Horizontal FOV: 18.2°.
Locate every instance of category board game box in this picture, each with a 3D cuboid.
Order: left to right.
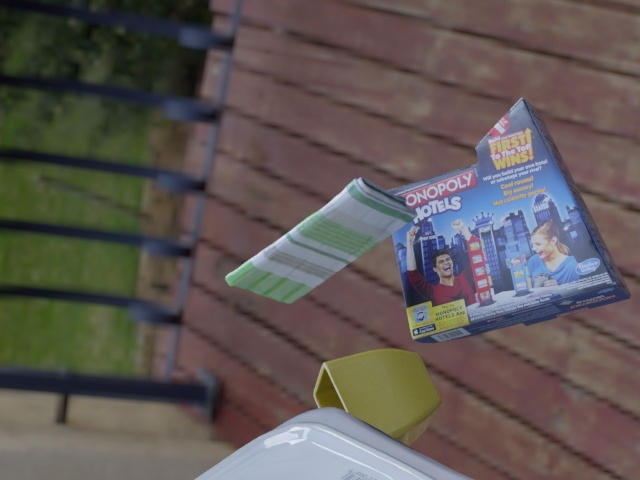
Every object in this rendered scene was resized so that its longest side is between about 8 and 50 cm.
[{"bbox_3d":[0.164,-0.020,1.812,0.194,0.060,0.194,-16,70,19],"label":"board game box"}]

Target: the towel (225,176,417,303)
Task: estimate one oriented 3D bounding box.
[{"bbox_3d":[0.000,0.000,1.747,0.152,0.113,0.023,-35,64,17],"label":"towel"}]

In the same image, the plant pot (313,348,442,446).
[{"bbox_3d":[0.051,0.133,1.636,0.081,0.083,0.081,104,143,-66],"label":"plant pot"}]

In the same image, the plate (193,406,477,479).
[{"bbox_3d":[-0.034,0.186,1.057,0.277,0.278,0.045,19,137,58],"label":"plate"}]
